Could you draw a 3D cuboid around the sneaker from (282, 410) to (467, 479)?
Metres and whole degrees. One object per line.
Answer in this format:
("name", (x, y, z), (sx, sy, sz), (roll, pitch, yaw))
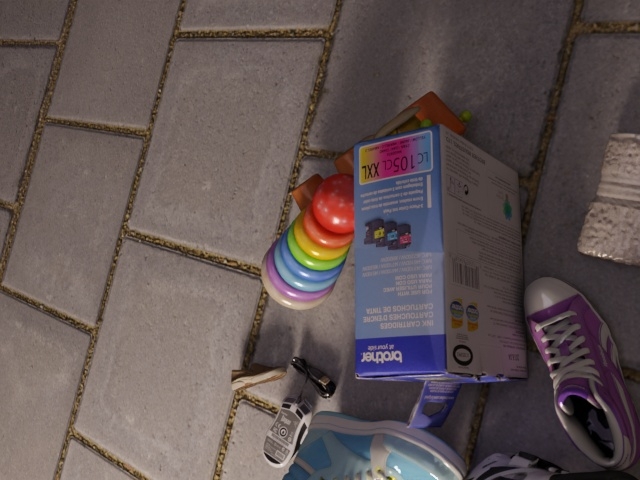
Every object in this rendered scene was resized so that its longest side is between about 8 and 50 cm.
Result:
("sneaker", (0.061, 0.380, 1.065), (0.319, 0.127, 0.208), (-10, 36, 51))

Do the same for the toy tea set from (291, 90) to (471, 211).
("toy tea set", (0.105, -0.119, 1.201), (0.336, 0.200, 0.124), (-31, 97, 45))

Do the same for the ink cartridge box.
("ink cartridge box", (0.178, 0.066, 1.019), (0.151, 0.270, 0.396), (-11, 73, 37))

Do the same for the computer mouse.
("computer mouse", (-0.045, 0.318, 1.282), (0.106, 0.042, 0.193), (25, 90, 34))

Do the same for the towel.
("towel", (0.498, -0.036, 0.940), (0.282, 0.049, 0.187), (17, 90, 39))

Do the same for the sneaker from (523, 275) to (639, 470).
("sneaker", (0.342, 0.163, 0.940), (0.102, 0.161, 0.282), (-33, 62, 23))

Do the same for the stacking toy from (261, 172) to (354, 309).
("stacking toy", (0.000, 0.000, 1.154), (0.330, 0.141, 0.141), (124, 138, -62))

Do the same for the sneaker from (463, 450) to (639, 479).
("sneaker", (0.279, 0.332, 0.944), (0.330, 0.122, 0.146), (-34, 17, 42))

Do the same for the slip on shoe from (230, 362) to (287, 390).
("slip on shoe", (-0.121, 0.254, 1.349), (0.135, 0.051, 0.041), (-26, 67, 39))
